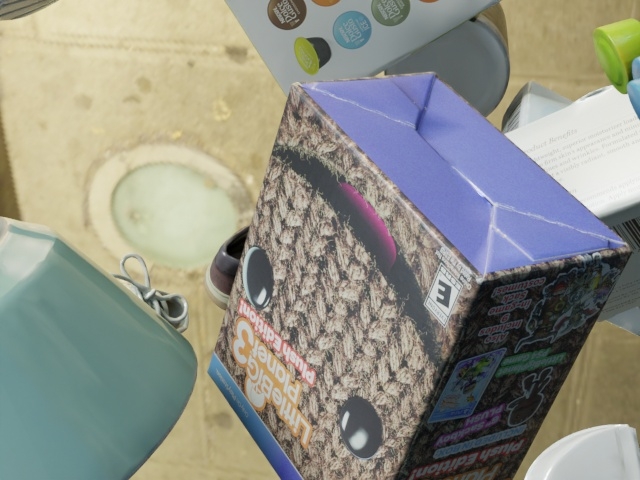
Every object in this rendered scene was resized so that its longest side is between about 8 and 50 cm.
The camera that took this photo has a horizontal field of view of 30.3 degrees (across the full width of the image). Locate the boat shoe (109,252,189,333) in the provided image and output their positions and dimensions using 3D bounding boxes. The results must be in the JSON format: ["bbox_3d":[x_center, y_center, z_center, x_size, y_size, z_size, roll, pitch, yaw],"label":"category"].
[{"bbox_3d":[-0.260,0.099,1.603,0.156,0.367,0.135,-23,76,9],"label":"boat shoe"}]

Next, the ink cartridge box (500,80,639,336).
[{"bbox_3d":[0.411,-0.019,1.560,0.385,0.308,0.091,24,132,-7],"label":"ink cartridge box"}]

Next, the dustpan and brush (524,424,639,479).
[{"bbox_3d":[0.265,0.296,1.364,0.211,0.147,0.060,-4,166,-10],"label":"dustpan and brush"}]

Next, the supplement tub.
[{"bbox_3d":[0.206,-0.316,1.905,0.194,0.316,0.193,3,117,6],"label":"supplement tub"}]

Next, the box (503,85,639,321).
[{"bbox_3d":[0.277,-0.039,1.014,0.181,0.119,0.182,-23,145,22],"label":"box"}]

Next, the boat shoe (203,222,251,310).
[{"bbox_3d":[0.000,0.000,1.385,0.285,0.102,0.092,-18,156,-24],"label":"boat shoe"}]

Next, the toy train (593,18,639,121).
[{"bbox_3d":[0.241,-0.143,0.767,0.143,0.248,0.105,-25,121,3],"label":"toy train"}]

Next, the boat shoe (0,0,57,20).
[{"bbox_3d":[-0.271,-0.333,1.244,0.121,0.335,0.119,-27,105,34],"label":"boat shoe"}]

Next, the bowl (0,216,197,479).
[{"bbox_3d":[-0.263,0.097,0.862,0.312,0.311,0.163,-17,114,23],"label":"bowl"}]

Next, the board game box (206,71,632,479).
[{"bbox_3d":[0.055,0.058,0.888,0.141,0.232,0.291,-9,132,-34],"label":"board game box"}]

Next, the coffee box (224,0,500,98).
[{"bbox_3d":[0.022,-0.427,1.628,0.334,0.338,0.337,-30,110,10],"label":"coffee box"}]
